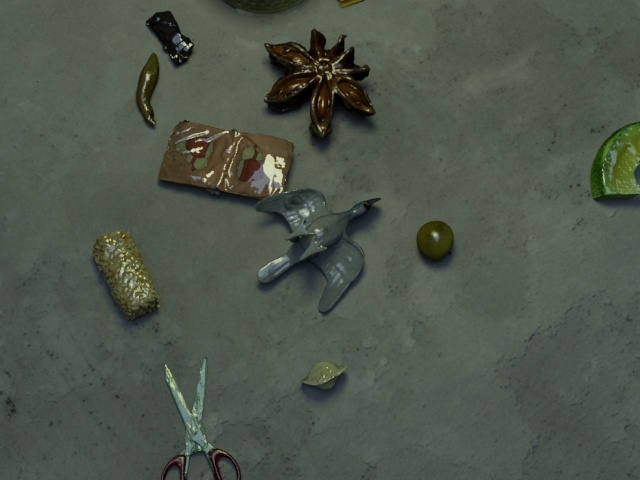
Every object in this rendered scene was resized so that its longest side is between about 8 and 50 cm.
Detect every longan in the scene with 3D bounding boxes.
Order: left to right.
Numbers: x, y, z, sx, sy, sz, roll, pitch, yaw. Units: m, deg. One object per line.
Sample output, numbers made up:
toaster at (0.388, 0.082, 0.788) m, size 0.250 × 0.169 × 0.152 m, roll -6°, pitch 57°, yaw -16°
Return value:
longan at (0.220, 0.002, 1.900) m, size 0.083 × 0.075 × 0.075 m, roll 33°, pitch 74°, yaw -34°

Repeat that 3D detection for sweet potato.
sweet potato at (-0.340, -0.299, 1.992) m, size 0.041 × 0.038 × 0.153 m, roll -4°, pitch 76°, yaw 23°

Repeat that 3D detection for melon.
melon at (0.598, -0.160, 1.941) m, size 0.118 × 0.064 × 0.209 m, roll 31°, pitch 80°, yaw 3°

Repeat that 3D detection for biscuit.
biscuit at (-0.363, 0.063, 1.881) m, size 0.082 × 0.070 × 0.168 m, roll -23°, pitch 74°, yaw -15°

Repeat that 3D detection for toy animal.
toy animal at (0.000, 0.000, 1.884) m, size 0.255 × 0.176 × 0.239 m, roll -32°, pitch 85°, yaw 19°

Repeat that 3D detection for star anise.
star anise at (-0.003, -0.297, 1.965) m, size 0.214 × 0.099 × 0.220 m, roll -16°, pitch 80°, yaw 10°

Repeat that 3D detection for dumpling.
dumpling at (0.006, 0.243, 1.836) m, size 0.076 × 0.057 × 0.052 m, roll 14°, pitch 76°, yaw 4°

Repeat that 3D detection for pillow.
pillow at (-0.180, -0.151, 1.947) m, size 0.248 × 0.049 × 0.135 m, roll 11°, pitch 76°, yaw 7°

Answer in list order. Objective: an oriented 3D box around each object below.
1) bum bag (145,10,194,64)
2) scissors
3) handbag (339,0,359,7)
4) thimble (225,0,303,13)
bum bag at (-0.299, -0.410, 2.022) m, size 0.058 × 0.034 × 0.124 m, roll -34°, pitch 77°, yaw 1°
scissors at (-0.230, 0.338, 1.834) m, size 0.144 × 0.017 × 0.248 m, roll -9°, pitch 74°, yaw -3°
handbag at (0.053, -0.521, 2.055) m, size 0.061 × 0.027 × 0.083 m, roll -22°, pitch 71°, yaw -2°
thimble at (-0.114, -0.594, 2.004) m, size 0.270 × 0.150 × 0.271 m, roll -1°, pitch 73°, yaw 4°
